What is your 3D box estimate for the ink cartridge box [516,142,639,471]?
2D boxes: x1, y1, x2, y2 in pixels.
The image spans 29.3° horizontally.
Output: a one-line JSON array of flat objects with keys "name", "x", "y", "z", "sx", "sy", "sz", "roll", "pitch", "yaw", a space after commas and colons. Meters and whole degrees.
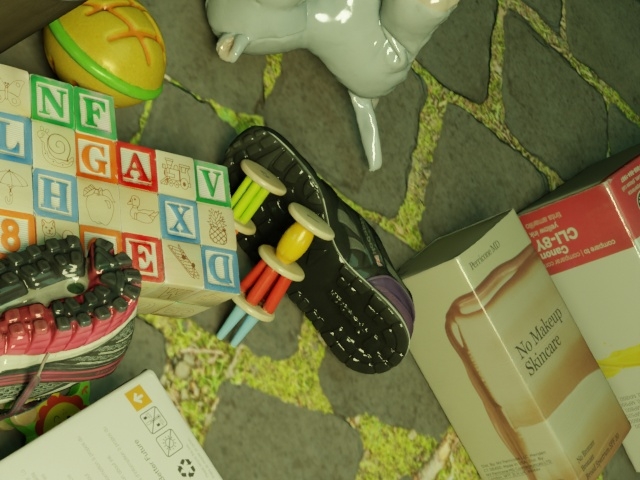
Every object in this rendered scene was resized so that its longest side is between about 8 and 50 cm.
[{"name": "ink cartridge box", "x": 0.460, "y": 0.075, "z": 1.647, "sx": 0.279, "sy": 0.160, "sz": 0.385, "roll": -28, "pitch": 93, "yaw": -48}]

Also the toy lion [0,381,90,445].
[{"name": "toy lion", "x": -0.219, "y": 0.142, "z": 1.020, "sx": 0.096, "sy": 0.034, "sz": 0.100, "roll": 43, "pitch": 46, "yaw": -33}]

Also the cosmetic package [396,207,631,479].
[{"name": "cosmetic package", "x": 0.211, "y": 0.134, "z": 1.388, "sx": 0.153, "sy": 0.129, "sz": 0.296, "roll": -38, "pitch": 99, "yaw": -47}]

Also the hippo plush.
[{"name": "hippo plush", "x": -0.002, "y": -0.275, "z": 1.325, "sx": 0.236, "sy": 0.294, "sz": 0.234, "roll": 11, "pitch": 48, "yaw": -14}]

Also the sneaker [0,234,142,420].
[{"name": "sneaker", "x": -0.272, "y": 0.095, "z": 0.906, "sx": 0.299, "sy": 0.112, "sz": 0.121, "roll": -13, "pitch": 49, "yaw": -28}]

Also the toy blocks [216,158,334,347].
[{"name": "toy blocks", "x": -0.073, "y": 0.015, "z": 1.176, "sx": 0.123, "sy": 0.148, "sz": 0.054, "roll": 42, "pitch": 14, "yaw": 24}]

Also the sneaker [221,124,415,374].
[{"name": "sneaker", "x": 0.000, "y": 0.000, "z": 1.279, "sx": 0.283, "sy": 0.107, "sz": 0.124, "roll": 57, "pitch": 24, "yaw": -11}]

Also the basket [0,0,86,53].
[{"name": "basket", "x": -0.271, "y": -0.231, "z": 0.989, "sx": 0.154, "sy": 0.226, "sz": 0.204, "roll": 34, "pitch": 51, "yaw": -31}]

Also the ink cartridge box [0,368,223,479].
[{"name": "ink cartridge box", "x": -0.159, "y": 0.290, "z": 0.887, "sx": 0.307, "sy": 0.072, "sz": 0.304, "roll": -30, "pitch": 86, "yaw": -44}]

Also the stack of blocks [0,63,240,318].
[{"name": "stack of blocks", "x": -0.216, "y": -0.038, "z": 1.060, "sx": 0.297, "sy": 0.087, "sz": 0.171, "roll": 12, "pitch": 64, "yaw": -42}]

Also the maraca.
[{"name": "maraca", "x": -0.202, "y": -0.189, "z": 1.136, "sx": 0.127, "sy": 0.099, "sz": 0.186, "roll": 32, "pitch": 21, "yaw": -35}]
